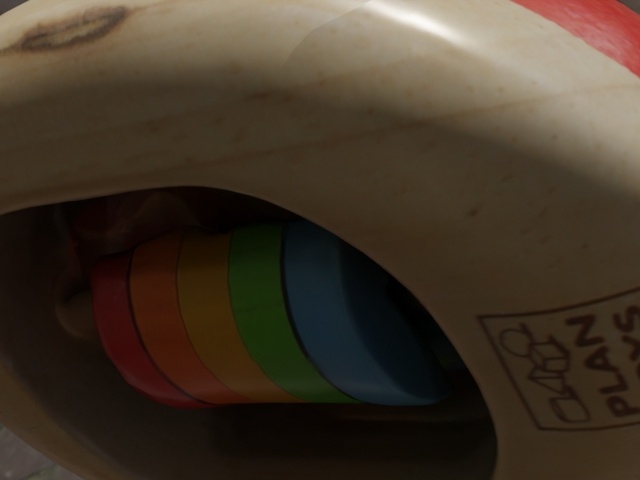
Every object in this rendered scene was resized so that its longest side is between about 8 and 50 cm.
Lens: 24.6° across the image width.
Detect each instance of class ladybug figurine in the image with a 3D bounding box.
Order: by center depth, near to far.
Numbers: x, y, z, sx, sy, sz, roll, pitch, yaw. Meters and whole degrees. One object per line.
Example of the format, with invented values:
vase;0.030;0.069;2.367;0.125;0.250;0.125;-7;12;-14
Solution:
ladybug figurine;0.000;0.000;0.621;0.162;0.449;0.305;-55;127;-37
